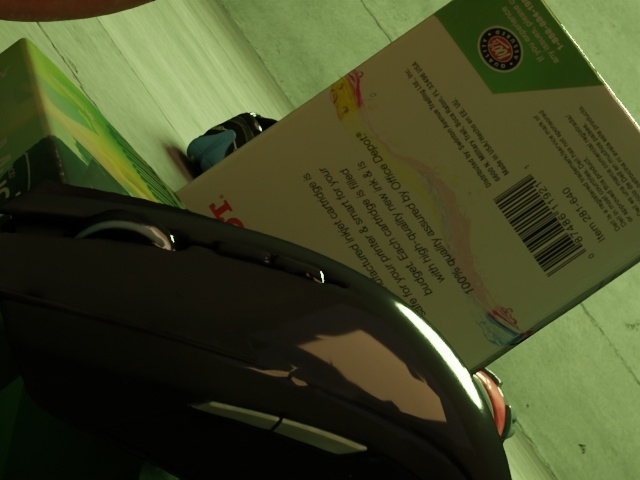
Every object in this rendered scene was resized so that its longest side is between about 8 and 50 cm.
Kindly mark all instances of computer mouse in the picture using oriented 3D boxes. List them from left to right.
[{"bbox_3d":[-0.039,0.031,0.342,0.262,0.060,0.184,33,19,-10],"label":"computer mouse"}]

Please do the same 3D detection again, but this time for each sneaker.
[{"bbox_3d":[-0.054,-0.065,1.166,0.067,0.078,0.188,54,4,14],"label":"sneaker"}]

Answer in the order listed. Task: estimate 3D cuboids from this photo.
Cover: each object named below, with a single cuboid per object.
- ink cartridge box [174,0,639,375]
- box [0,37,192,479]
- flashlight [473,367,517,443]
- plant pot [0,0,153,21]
[{"bbox_3d":[0.071,-0.014,0.899,0.201,0.278,0.117,56,2,12],"label":"ink cartridge box"},{"bbox_3d":[-0.036,0.086,0.506,0.232,0.058,0.322,50,7,-40],"label":"box"},{"bbox_3d":[0.086,0.138,1.093,0.103,0.103,0.304,41,5,18],"label":"flashlight"},{"bbox_3d":[-0.153,-0.263,0.687,0.272,0.272,0.265,53,-2,-21],"label":"plant pot"}]
